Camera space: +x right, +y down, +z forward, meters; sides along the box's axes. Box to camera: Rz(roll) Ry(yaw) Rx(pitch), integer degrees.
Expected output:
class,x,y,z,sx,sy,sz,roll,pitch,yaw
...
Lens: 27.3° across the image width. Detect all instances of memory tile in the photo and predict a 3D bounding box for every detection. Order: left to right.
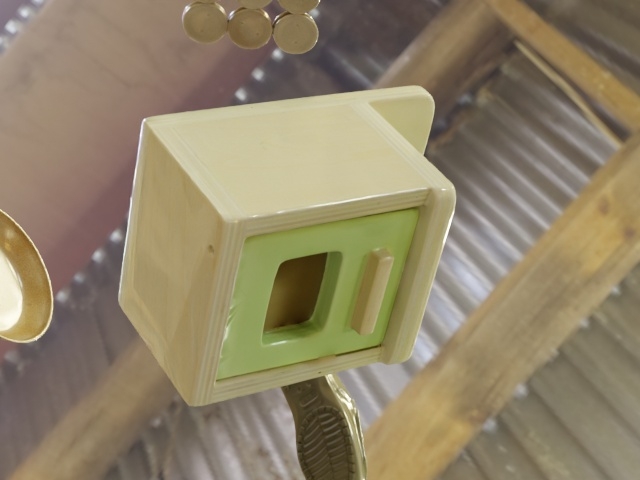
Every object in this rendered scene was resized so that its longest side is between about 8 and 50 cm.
class,x,y,z,sx,sy,sz,roll,pitch,yaw
memory tile,-0.052,-0.218,1.043,0.012,0.113,0.148,-91,-173,-53

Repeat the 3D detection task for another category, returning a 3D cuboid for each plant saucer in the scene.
class,x,y,z,sx,sy,sz,roll,pitch,yaw
plant saucer,-0.175,0.018,0.697,0.015,0.083,0.083,-27,-141,22

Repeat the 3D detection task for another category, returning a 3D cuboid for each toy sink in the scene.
class,x,y,z,sx,sy,sz,roll,pitch,yaw
toy sink,0.000,0.000,0.901,0.131,0.234,0.152,48,-44,40

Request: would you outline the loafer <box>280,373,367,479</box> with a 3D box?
class,x,y,z,sx,sy,sz,roll,pitch,yaw
loafer,0.008,0.145,1.063,0.056,0.050,0.148,-32,-123,23
